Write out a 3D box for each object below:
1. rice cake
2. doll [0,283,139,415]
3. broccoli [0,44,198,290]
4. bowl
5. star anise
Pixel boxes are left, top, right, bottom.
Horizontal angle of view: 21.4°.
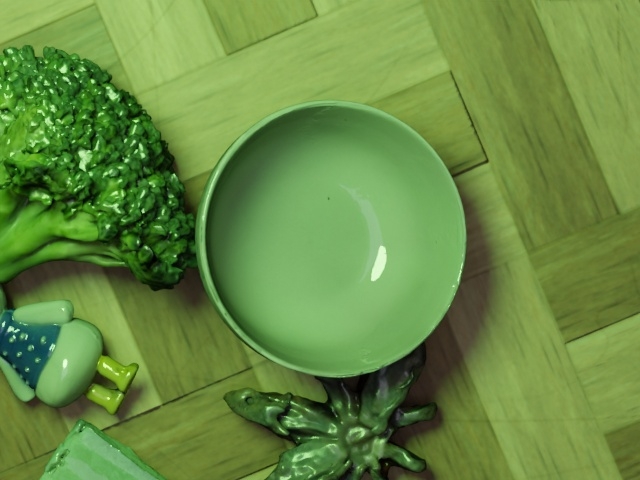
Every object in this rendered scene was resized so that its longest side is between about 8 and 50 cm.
[{"bbox_3d":[-0.217,0.305,1.905,0.211,0.038,0.124,32,95,0],"label":"rice cake"},{"bbox_3d":[-0.344,0.103,1.861,0.293,0.119,0.138,24,120,-5],"label":"doll"},{"bbox_3d":[-0.272,-0.057,1.803,0.245,0.248,0.288,-36,60,27],"label":"broccoli"},{"bbox_3d":[0.000,0.000,1.804,0.287,0.144,0.287,1,88,-14],"label":"bowl"},{"bbox_3d":[0.019,0.211,1.857,0.258,0.110,0.198,-19,93,-3],"label":"star anise"}]
